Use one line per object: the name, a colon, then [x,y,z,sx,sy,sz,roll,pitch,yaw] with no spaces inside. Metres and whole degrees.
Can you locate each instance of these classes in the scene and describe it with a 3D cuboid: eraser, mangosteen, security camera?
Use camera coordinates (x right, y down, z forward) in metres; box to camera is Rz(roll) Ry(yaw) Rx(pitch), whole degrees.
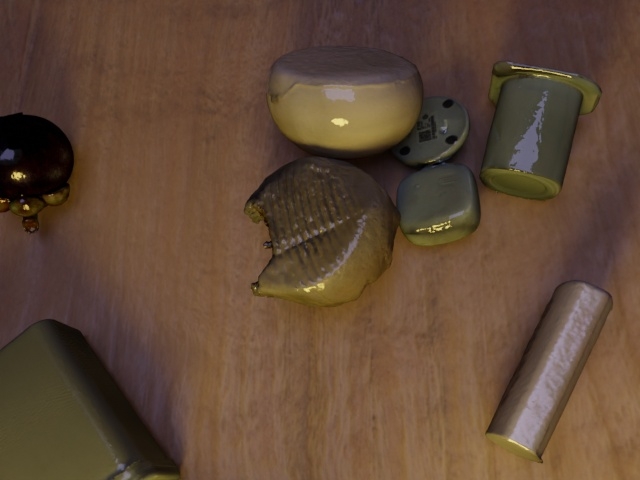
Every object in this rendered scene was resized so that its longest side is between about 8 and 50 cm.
eraser: [0.359,0.206,1.098,0.094,0.174,0.270,28,79,14]
mangosteen: [-0.574,-0.131,1.358,0.194,0.194,0.230,-11,101,5]
security camera: [0.209,-0.132,1.284,0.157,0.080,0.302,-12,59,21]

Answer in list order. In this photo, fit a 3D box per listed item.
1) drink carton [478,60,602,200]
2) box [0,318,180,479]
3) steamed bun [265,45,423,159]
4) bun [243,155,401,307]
drink carton: [0.372,-0.185,1.220,0.191,0.185,0.190,14,78,11]
box: [-0.480,0.372,1.179,0.352,0.177,0.344,-39,68,-4]
steamed bun: [0.043,-0.239,1.263,0.283,0.177,0.283,0,28,0]
bun: [0.013,-0.008,1.209,0.281,0.205,0.282,-8,69,21]
